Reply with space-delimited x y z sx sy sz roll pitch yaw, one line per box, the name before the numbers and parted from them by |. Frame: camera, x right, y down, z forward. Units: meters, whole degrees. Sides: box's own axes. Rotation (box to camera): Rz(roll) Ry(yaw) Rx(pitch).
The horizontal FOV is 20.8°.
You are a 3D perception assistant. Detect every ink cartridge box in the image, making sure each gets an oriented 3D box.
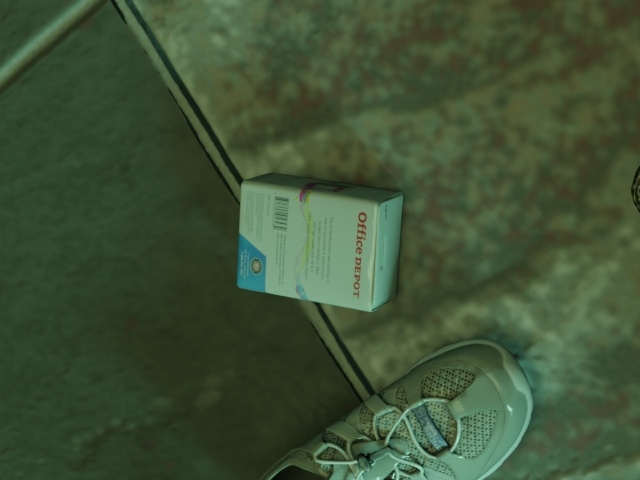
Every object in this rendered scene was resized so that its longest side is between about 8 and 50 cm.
ink cartridge box | 0.000 0.000 1.377 0.122 0.052 0.089 10 105 26

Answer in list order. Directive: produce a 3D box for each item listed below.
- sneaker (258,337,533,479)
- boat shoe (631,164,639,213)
sneaker | 0.046 0.178 1.353 0.281 0.115 0.105 -39 82 28
boat shoe | 0.308 -0.070 1.197 0.227 0.068 0.081 -27 87 28
